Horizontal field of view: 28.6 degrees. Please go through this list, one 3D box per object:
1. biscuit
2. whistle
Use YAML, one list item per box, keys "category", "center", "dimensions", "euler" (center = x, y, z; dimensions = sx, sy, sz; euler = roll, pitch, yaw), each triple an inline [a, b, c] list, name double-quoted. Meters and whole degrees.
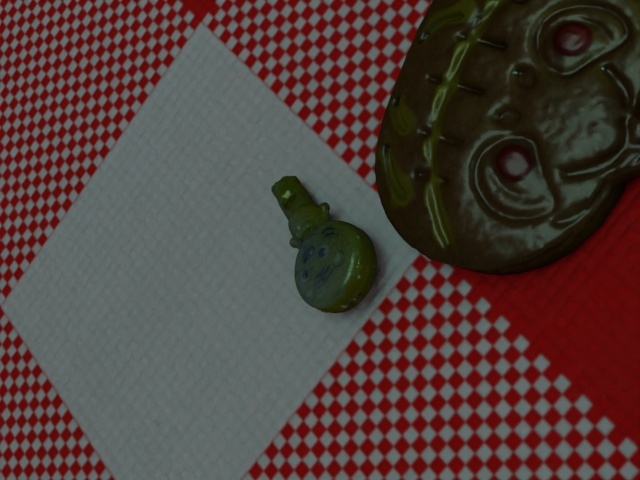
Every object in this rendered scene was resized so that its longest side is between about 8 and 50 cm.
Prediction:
- category: "biscuit"
  center: [0.223, -0.153, 1.307]
  dimensions: [0.350, 0.070, 0.394]
  euler: [17, 87, 38]
- category: "whistle"
  center: [0.000, 0.000, 1.446]
  dimensions: [0.104, 0.057, 0.198]
  euler: [-50, 46, 21]
